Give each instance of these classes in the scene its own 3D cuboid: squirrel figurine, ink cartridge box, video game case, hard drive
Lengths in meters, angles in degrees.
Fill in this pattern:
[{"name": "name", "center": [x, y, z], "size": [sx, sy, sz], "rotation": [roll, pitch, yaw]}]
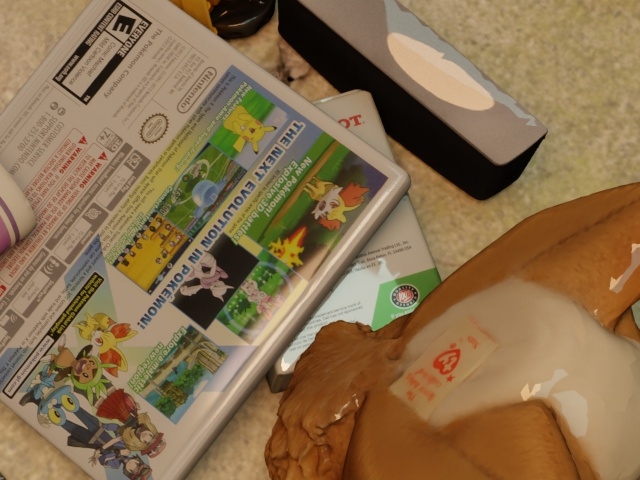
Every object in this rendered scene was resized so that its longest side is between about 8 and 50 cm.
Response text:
[{"name": "squirrel figurine", "center": [0.165, 0.205, 1.052], "size": [0.370, 0.397, 0.281], "rotation": [49, 47, -28]}, {"name": "ink cartridge box", "center": [0.000, 0.000, 1.205], "size": [0.153, 0.087, 0.208], "rotation": [-16, 76, -11]}, {"name": "video game case", "center": [-0.144, -0.004, 1.151], "size": [0.300, 0.036, 0.329], "rotation": [37, 86, 15]}, {"name": "hard drive", "center": [0.065, -0.136, 1.215], "size": [0.255, 0.172, 0.054], "rotation": [41, 81, 6]}]

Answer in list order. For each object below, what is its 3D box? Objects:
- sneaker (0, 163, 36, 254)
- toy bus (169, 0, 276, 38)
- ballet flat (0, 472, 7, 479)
[{"name": "sneaker", "center": [-0.363, -0.069, 1.107], "size": [0.161, 0.102, 0.282], "rotation": [-38, 72, -22]}, {"name": "toy bus", "center": [-0.118, -0.297, 1.267], "size": [0.211, 0.149, 0.220], "rotation": [23, 68, 17]}, {"name": "ballet flat", "center": [-0.270, 0.192, 1.123], "size": [0.188, 0.070, 0.070], "rotation": [31, 72, 3]}]
